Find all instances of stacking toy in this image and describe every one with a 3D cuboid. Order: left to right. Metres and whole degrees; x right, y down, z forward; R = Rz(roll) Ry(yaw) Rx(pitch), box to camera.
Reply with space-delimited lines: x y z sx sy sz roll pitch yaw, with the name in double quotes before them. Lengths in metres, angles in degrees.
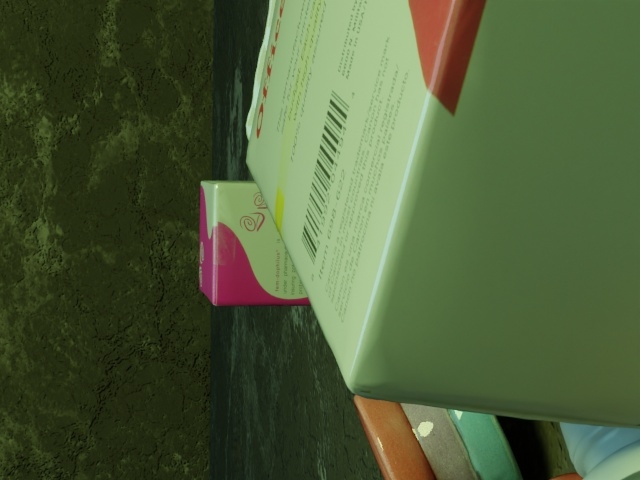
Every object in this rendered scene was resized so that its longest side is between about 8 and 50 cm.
"stacking toy" 0.146 0.233 0.732 0.309 0.130 0.279 -121 8 -69

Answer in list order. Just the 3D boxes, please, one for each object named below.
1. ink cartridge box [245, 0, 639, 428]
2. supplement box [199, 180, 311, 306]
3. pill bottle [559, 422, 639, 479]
"ink cartridge box" 0.078 -0.113 0.585 0.384 0.160 0.279 -120 40 -66
"supplement box" 0.000 0.000 0.968 0.114 0.220 0.111 -160 72 -74
"pill bottle" 0.181 0.152 0.493 0.108 0.108 0.180 105 160 -44
